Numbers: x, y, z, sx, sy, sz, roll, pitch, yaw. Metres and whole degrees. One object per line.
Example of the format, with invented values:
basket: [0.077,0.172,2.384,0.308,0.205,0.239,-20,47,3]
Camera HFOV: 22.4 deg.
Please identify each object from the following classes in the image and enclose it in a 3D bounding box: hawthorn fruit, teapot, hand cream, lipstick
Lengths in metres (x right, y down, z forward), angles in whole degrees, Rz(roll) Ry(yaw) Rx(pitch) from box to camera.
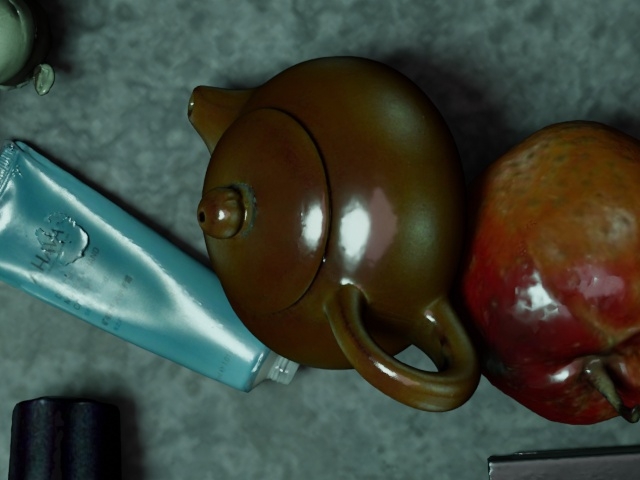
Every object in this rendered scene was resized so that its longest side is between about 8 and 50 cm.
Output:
hawthorn fruit: [0.149,0.032,0.902,0.157,0.194,0.157,-2,130,-2]
teapot: [0.000,0.000,0.890,0.135,0.252,0.178,-3,134,-35]
hand cream: [-0.112,0.025,0.985,0.224,0.048,0.083,29,100,3]
lipstick: [-0.152,0.302,0.942,0.077,0.077,0.418,-1,79,2]

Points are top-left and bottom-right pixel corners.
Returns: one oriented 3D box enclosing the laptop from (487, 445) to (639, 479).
laptop: [0.205,0.193,1.011,0.197,0.016,0.135,-3,99,3]

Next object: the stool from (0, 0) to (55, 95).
stool: [-0.247,-0.091,0.934,0.217,0.121,0.125,-22,95,9]
